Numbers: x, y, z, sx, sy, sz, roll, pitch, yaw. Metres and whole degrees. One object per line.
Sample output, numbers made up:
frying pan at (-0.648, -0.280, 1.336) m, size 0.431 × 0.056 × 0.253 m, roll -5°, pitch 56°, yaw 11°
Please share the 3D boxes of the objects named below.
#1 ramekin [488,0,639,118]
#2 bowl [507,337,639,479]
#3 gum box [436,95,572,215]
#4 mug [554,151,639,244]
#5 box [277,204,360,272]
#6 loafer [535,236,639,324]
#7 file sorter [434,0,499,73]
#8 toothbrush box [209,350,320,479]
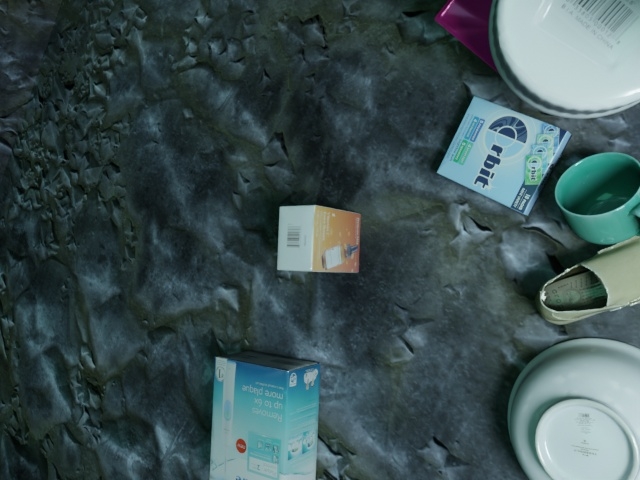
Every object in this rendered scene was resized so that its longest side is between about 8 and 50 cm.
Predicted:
ramekin at (0.361, -0.299, 0.745) m, size 0.277 × 0.135 × 0.277 m, roll 5°, pitch 105°, yaw 19°
bowl at (0.421, 0.306, 0.876) m, size 0.297 × 0.134 × 0.298 m, roll -2°, pitch 87°, yaw 34°
gum box at (0.326, -0.155, 1.024) m, size 0.184 × 0.041 × 0.157 m, roll 33°, pitch 105°, yaw 31°
mug at (0.446, -0.048, 0.877) m, size 0.129 × 0.097 × 0.158 m, roll -21°, pitch 41°, yaw 29°
box at (0.000, 0.000, 1.163) m, size 0.091 × 0.170 × 0.130 m, roll 0°, pitch 87°, yaw 36°
loafer at (0.462, 0.062, 0.886) m, size 0.268 × 0.092 × 0.102 m, roll -35°, pitch 69°, yaw 28°
file sorter at (0.381, -0.397, 0.915) m, size 0.291 × 0.182 × 0.202 m, roll -50°, pitch 64°, yaw 23°
toothbrush box at (-0.124, 0.410, 1.254) m, size 0.216 × 0.126 × 0.296 m, roll 3°, pitch 90°, yaw 35°
